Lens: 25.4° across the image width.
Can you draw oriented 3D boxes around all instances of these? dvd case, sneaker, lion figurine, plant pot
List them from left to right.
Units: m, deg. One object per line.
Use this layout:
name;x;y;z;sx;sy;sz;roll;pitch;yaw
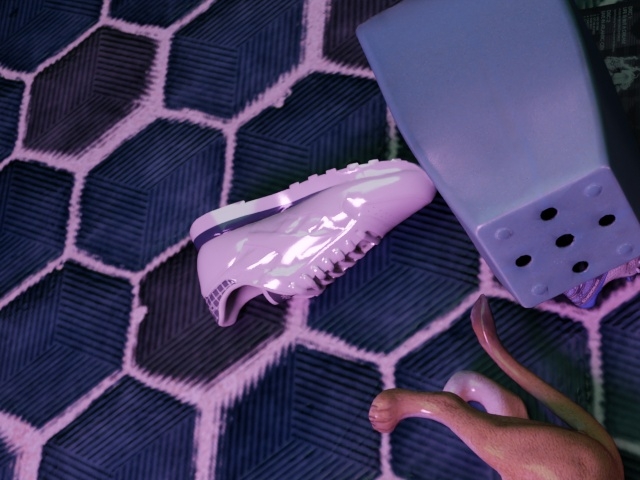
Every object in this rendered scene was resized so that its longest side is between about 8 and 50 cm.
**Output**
sneaker;0.000;0.000;1.235;0.235;0.090;0.095;-21;66;21
lion figurine;0.117;0.230;0.986;0.240;0.142;0.392;18;70;33
plant pot;0.156;-0.079;1.087;0.165;0.165;0.234;-27;44;12
dvd case;0.203;-0.128;1.232;0.221;0.018;0.164;-7;58;26
sneaker;0.235;0.000;1.118;0.135;0.058;0.052;-42;23;-11
